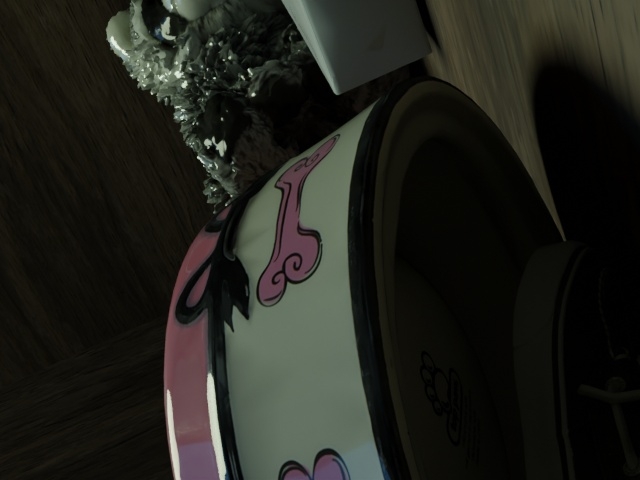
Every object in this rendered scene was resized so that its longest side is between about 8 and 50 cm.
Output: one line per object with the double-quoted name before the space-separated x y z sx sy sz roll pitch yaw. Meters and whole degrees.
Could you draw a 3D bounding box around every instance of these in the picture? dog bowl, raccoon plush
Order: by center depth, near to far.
"dog bowl" 0.058 0.120 0.892 0.408 0.150 0.408 45 -144 -47
"raccoon plush" -0.068 -0.073 1.474 0.299 0.216 0.446 36 138 50

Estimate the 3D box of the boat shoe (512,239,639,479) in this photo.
"boat shoe" 0.169 0.116 0.817 0.113 0.105 0.306 54 -151 -34

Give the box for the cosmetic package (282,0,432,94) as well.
"cosmetic package" -0.042 -0.337 1.253 0.377 0.097 0.284 -116 4 -50
